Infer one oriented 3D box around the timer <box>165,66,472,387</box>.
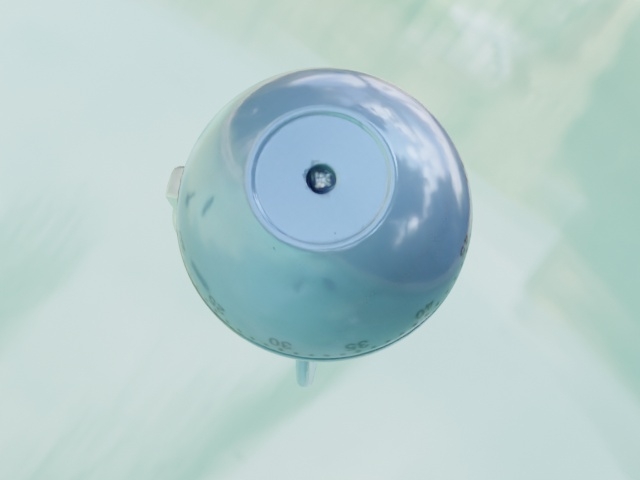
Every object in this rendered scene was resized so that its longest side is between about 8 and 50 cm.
[{"bbox_3d":[-0.016,-0.008,1.099,0.175,0.175,0.255,32,-17,-14],"label":"timer"}]
